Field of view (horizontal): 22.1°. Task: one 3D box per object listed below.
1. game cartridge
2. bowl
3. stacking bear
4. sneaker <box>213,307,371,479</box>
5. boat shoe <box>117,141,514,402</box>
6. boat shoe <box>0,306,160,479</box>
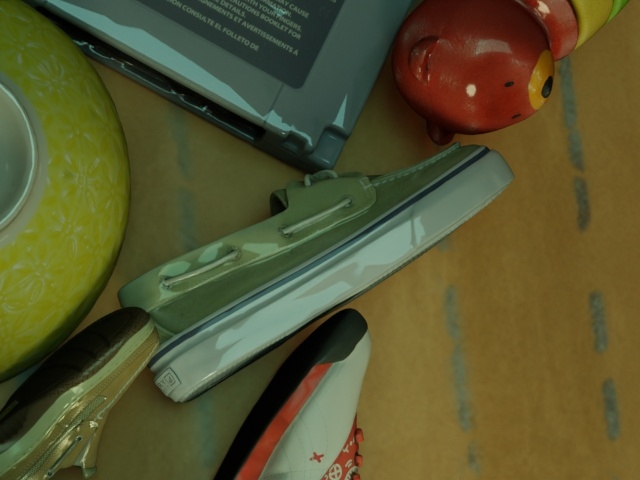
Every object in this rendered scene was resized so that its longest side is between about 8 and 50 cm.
[{"bbox_3d":[-0.083,-0.199,1.199,0.297,0.062,0.198,29,66,-9],"label":"game cartridge"},{"bbox_3d":[-0.248,-0.045,1.036,0.289,0.156,0.289,2,82,-18],"label":"bowl"},{"bbox_3d":[0.159,-0.199,1.218,0.164,0.175,0.289,27,66,22],"label":"stacking bear"},{"bbox_3d":[-0.001,0.191,1.113,0.145,0.090,0.270,34,72,-9],"label":"sneaker"},{"bbox_3d":[0.000,0.000,1.150,0.302,0.109,0.094,-31,85,-19],"label":"boat shoe"},{"bbox_3d":[-0.171,0.126,1.082,0.190,0.068,0.072,-42,109,-2],"label":"boat shoe"}]
